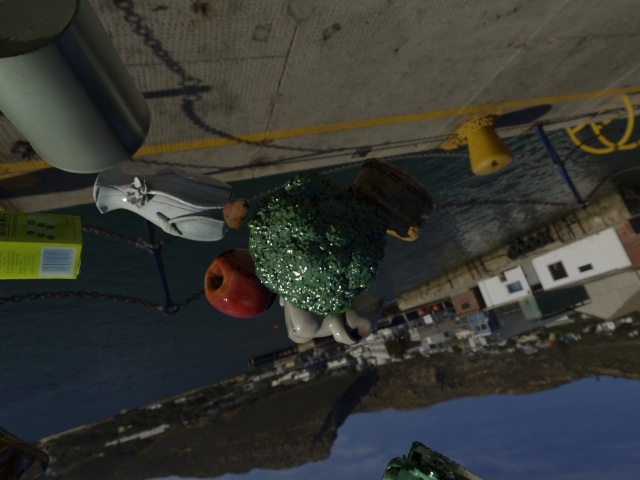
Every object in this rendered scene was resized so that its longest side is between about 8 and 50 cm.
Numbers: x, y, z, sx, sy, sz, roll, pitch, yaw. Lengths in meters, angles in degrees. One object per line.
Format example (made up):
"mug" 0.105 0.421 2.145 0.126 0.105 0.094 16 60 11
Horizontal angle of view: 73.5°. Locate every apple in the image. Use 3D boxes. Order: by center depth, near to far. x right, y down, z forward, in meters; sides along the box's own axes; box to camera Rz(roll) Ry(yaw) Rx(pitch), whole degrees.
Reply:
"apple" -0.244 0.134 1.344 0.218 0.218 0.201 -28 149 35

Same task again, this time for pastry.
"pastry" 0.144 -0.085 0.900 0.103 0.189 0.189 -55 165 -3

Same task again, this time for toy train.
"toy train" 0.240 0.443 0.716 0.270 0.115 0.154 20 174 27

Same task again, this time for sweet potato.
"sweet potato" -0.211 -0.079 1.067 0.068 0.068 0.226 -13 170 -19

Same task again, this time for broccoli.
"broccoli" 0.000 0.000 0.816 0.270 0.269 0.270 -21 -168 11

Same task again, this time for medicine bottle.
"medicine bottle" -0.762 0.015 1.112 0.251 0.137 0.141 4 129 -36

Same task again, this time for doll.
"doll" 0.031 0.270 1.536 0.371 0.225 0.214 11 141 -4

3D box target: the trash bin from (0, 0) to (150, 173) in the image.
"trash bin" -0.543 -0.334 0.899 0.281 0.280 0.432 -15 165 -11

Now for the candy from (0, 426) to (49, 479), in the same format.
"candy" -0.562 0.369 0.616 0.144 0.101 0.271 19 -165 18

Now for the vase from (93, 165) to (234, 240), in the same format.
"vase" -0.529 -0.138 1.477 0.447 0.249 0.250 13 161 -5
